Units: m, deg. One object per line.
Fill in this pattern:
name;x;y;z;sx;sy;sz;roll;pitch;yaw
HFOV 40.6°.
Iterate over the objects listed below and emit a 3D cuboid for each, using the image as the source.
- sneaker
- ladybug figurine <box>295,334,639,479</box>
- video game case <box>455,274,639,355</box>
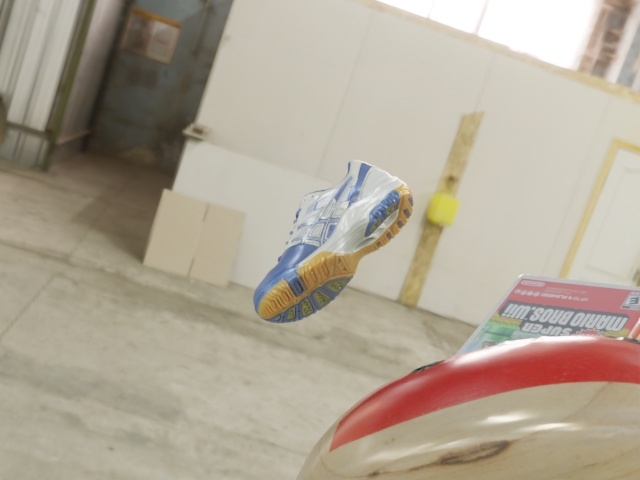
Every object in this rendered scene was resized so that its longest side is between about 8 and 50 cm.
sneaker;0.000;0.000;1.300;0.131;0.296;0.112;39;-19;31
ladybug figurine;0.177;0.203;0.790;0.450;0.161;0.305;-17;-43;20
video game case;0.279;0.143;1.102;0.204;0.025;0.285;5;38;44
